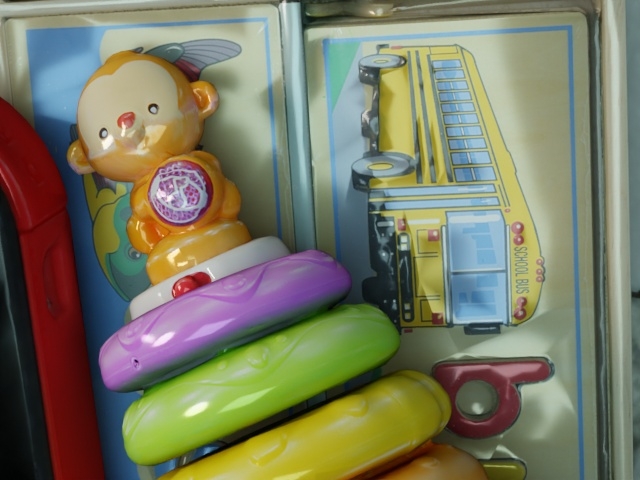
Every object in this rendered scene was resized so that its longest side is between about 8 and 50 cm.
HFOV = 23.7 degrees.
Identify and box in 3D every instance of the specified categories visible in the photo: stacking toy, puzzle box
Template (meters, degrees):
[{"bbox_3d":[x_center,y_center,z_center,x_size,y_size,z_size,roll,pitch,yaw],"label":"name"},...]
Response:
[{"bbox_3d":[-0.021,0.061,0.597,0.175,0.166,0.302,-25,85,13],"label":"stacking toy"},{"bbox_3d":[0.000,0.000,0.669,0.272,0.052,0.409,-3,102,4],"label":"puzzle box"}]

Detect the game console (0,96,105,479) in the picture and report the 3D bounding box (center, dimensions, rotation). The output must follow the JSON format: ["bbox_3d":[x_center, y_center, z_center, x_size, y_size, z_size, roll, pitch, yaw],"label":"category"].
[{"bbox_3d":[-0.260,0.128,0.641,0.342,0.060,0.386,-4,104,5],"label":"game console"}]
